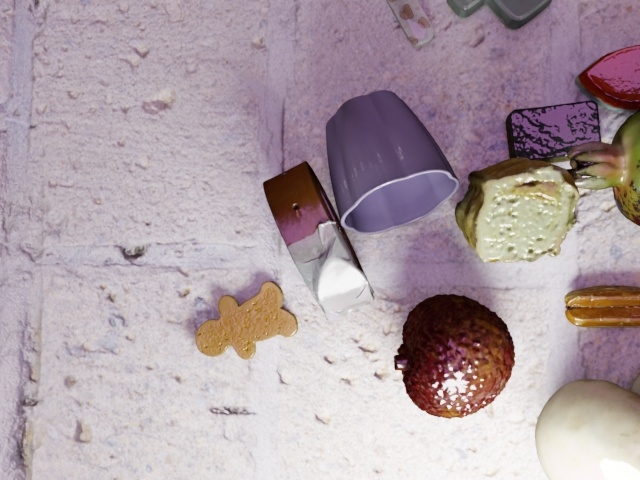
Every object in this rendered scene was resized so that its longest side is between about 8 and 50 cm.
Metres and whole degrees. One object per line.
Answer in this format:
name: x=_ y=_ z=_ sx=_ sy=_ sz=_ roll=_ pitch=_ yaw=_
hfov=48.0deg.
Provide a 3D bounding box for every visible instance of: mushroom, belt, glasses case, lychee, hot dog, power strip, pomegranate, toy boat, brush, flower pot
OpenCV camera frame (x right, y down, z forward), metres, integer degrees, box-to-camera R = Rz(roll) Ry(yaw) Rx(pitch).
mushroom: x=0.599 y=0.425 z=1.401 sx=0.353 sy=0.353 sz=0.325 roll=7 pitch=106 yaw=10
belt: x=0.000 y=0.000 z=1.560 sx=0.122 sy=0.217 sz=0.339 roll=-26 pitch=87 yaw=6
glasses case: x=0.206 y=-0.526 z=1.668 sx=0.063 sy=0.041 sz=0.164 roll=-28 pitch=80 yaw=6
lychee: x=0.276 y=0.237 z=1.477 sx=0.260 sy=0.260 sz=0.261 roll=-1 pitch=84 yaw=9
hot dog: x=0.637 y=0.141 z=1.518 sx=0.235 sy=0.062 sz=0.092 roll=2 pitch=84 yaw=12
power strip: x=0.378 y=-0.590 z=1.636 sx=0.193 sy=0.059 sz=0.265 roll=-37 pitch=79 yaw=0
pomegranate: x=0.650 y=-0.142 z=1.431 sx=0.340 sy=0.285 sz=0.285 roll=-1 pitch=84 yaw=1
toy boat: x=0.714 y=-0.341 z=1.530 sx=0.331 sy=0.133 sz=0.145 roll=6 pitch=90 yaw=21
brush: x=0.512 y=-0.234 z=1.578 sx=0.197 sy=0.059 sz=0.123 roll=-6 pitch=86 yaw=10
flower pot: x=0.138 y=-0.176 z=1.552 sx=0.265 sy=0.265 sz=0.243 roll=-20 pitch=67 yaw=7

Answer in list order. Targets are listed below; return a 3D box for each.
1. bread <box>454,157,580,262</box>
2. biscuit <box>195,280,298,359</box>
bread: x=0.392 y=-0.062 z=1.468 sx=0.238 sy=0.252 sz=0.196 roll=-16 pitch=101 yaw=13
biscuit: x=-0.177 y=0.195 z=1.663 sx=0.240 sy=0.035 sz=0.158 roll=-23 pitch=79 yaw=6
